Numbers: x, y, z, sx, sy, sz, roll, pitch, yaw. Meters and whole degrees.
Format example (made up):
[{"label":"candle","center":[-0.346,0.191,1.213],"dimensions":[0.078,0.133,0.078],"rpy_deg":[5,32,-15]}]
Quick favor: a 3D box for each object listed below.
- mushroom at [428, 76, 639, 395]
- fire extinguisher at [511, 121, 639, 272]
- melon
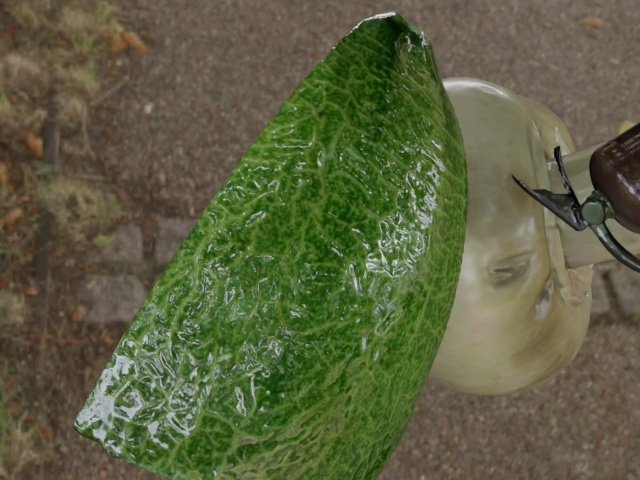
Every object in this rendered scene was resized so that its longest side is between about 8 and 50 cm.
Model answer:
[{"label":"mushroom","center":[0.191,-0.032,1.102],"dimensions":[0.353,0.353,0.325],"rpy_deg":[-3,35,-22]},{"label":"fire extinguisher","center":[0.168,-0.037,0.441],"dimensions":[0.157,0.045,0.078],"rpy_deg":[-33,87,2]},{"label":"melon","center":[0.000,0.000,0.643],"dimensions":[0.196,0.324,0.124],"rpy_deg":[28,-5,-28]}]
